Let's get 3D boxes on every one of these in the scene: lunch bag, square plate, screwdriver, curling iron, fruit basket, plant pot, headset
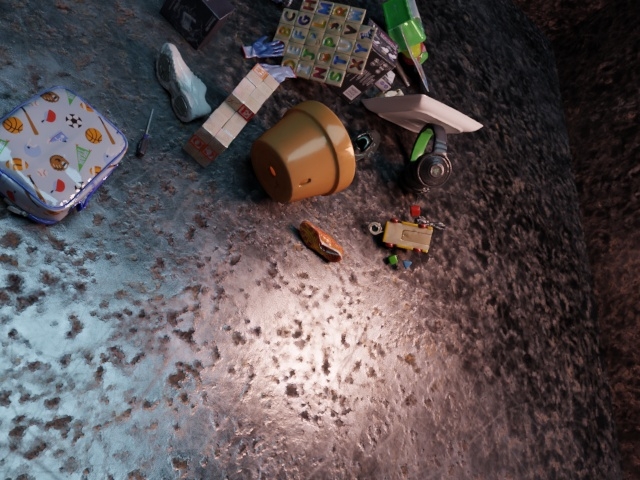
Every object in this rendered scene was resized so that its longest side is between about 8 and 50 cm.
[{"bbox_3d":[-0.594,-0.186,1.171,0.243,0.115,0.303,44,47,-19],"label":"lunch bag"},{"bbox_3d":[0.383,-0.476,2.022,0.347,0.344,0.049,13,92,-35],"label":"square plate"},{"bbox_3d":[-0.461,-0.293,1.396,0.024,0.025,0.169,23,56,-31],"label":"screwdriver"},{"bbox_3d":[0.329,-0.804,2.311,0.068,0.035,0.274,-25,86,-44],"label":"curling iron"},{"bbox_3d":[0.399,-0.877,2.286,0.353,0.166,0.327,37,39,-47],"label":"fruit basket"},{"bbox_3d":[-0.068,-0.242,1.548,0.203,0.291,0.290,-31,90,-29],"label":"plant pot"},{"bbox_3d":[0.414,-0.240,1.970,0.185,0.243,0.394,12,79,-11],"label":"headset"}]

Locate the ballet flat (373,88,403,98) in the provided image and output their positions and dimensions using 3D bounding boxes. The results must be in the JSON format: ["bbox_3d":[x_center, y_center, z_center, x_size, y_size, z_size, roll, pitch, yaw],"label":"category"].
[{"bbox_3d":[0.301,-0.589,2.159,0.206,0.067,0.073,-26,86,-45],"label":"ballet flat"}]

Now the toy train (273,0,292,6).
[{"bbox_3d":[-0.171,-0.932,1.924,0.184,0.080,0.105,24,65,-33],"label":"toy train"}]

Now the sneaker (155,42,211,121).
[{"bbox_3d":[-0.388,-0.452,1.505,0.115,0.090,0.232,-24,95,-51],"label":"sneaker"}]

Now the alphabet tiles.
[{"bbox_3d":[0.005,-0.685,1.797,0.343,0.011,0.285,18,86,12],"label":"alphabet tiles"}]

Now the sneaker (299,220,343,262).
[{"bbox_3d":[0.000,0.000,1.631,0.175,0.064,0.067,44,27,-22],"label":"sneaker"}]

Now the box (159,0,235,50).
[{"bbox_3d":[-0.371,-0.693,1.577,0.158,0.156,0.093,45,48,-15],"label":"box"}]

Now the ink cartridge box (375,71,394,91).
[{"bbox_3d":[0.213,-0.715,2.162,0.207,0.046,0.097,36,49,-21],"label":"ink cartridge box"}]

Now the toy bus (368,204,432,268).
[{"bbox_3d":[0.290,-0.021,1.844,0.202,0.191,0.104,57,2,-4],"label":"toy bus"}]

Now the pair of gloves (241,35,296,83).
[{"bbox_3d":[-0.177,-0.604,1.767,0.159,0.023,0.198,-17,75,-26],"label":"pair of gloves"}]

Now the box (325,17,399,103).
[{"bbox_3d":[0.145,-0.657,1.933,0.163,0.247,0.142,33,51,-25],"label":"box"}]

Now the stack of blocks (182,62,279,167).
[{"bbox_3d":[-0.253,-0.360,1.504,0.087,0.171,0.297,42,49,-17],"label":"stack of blocks"}]

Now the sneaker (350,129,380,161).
[{"bbox_3d":[0.159,-0.343,1.893,0.101,0.106,0.267,53,45,-5],"label":"sneaker"}]
